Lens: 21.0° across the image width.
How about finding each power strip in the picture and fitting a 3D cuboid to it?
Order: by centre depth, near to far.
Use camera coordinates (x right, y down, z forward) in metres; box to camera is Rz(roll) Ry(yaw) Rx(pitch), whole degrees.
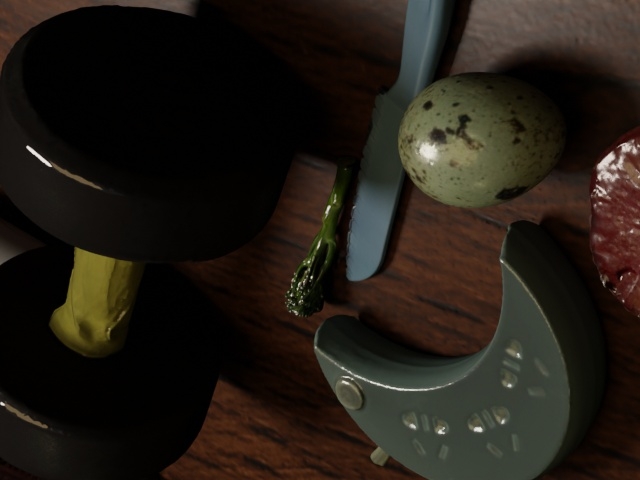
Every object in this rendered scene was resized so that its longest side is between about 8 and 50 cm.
[{"bbox_3d":[0.097,0.096,1.192,0.253,0.054,0.167,-33,89,47],"label":"power strip"}]

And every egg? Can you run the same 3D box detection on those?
[{"bbox_3d":[0.100,-0.063,1.069,0.110,0.085,0.085,-10,108,30],"label":"egg"}]

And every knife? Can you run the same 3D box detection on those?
[{"bbox_3d":[0.051,-0.084,1.153,0.044,0.019,0.313,40,136,29],"label":"knife"}]

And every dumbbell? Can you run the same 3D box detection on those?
[{"bbox_3d":[-0.149,0.009,1.257,0.204,0.204,0.322,38,135,19],"label":"dumbbell"}]

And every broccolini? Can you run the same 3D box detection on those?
[{"bbox_3d":[0.000,0.000,1.237,0.030,0.035,0.140,33,131,19],"label":"broccolini"}]

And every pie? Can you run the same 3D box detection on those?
[{"bbox_3d":[0.221,-0.004,1.027,0.154,0.036,0.154,23,128,32],"label":"pie"}]

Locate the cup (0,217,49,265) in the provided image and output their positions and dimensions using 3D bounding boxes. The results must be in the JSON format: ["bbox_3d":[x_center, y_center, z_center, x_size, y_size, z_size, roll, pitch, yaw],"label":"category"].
[{"bbox_3d":[-0.275,0.032,1.484,0.133,0.136,0.099,27,96,28],"label":"cup"}]

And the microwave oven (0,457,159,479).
[{"bbox_3d":[-0.259,0.315,1.555,0.178,0.188,0.247,20,127,34],"label":"microwave oven"}]
